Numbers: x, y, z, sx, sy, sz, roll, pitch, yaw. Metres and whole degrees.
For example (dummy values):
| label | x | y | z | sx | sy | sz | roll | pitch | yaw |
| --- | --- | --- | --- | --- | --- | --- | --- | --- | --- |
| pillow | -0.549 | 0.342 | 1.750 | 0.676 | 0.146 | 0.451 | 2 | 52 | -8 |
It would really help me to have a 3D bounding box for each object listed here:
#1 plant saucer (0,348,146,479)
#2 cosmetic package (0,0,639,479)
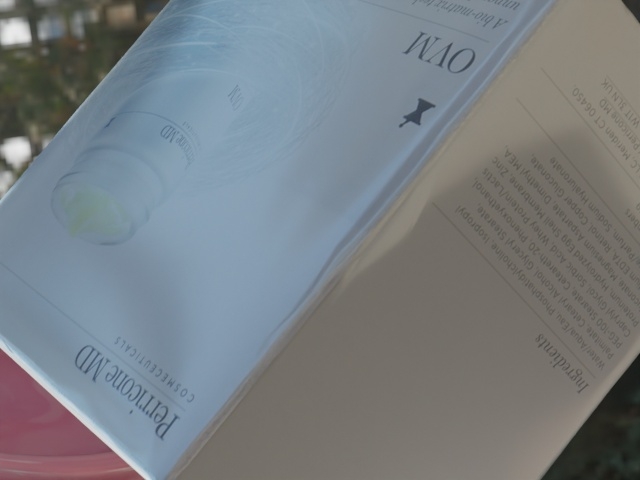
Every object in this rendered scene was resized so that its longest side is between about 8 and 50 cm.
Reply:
| label | x | y | z | sx | sy | sz | roll | pitch | yaw |
| --- | --- | --- | --- | --- | --- | --- | --- | --- | --- |
| plant saucer | -0.222 | 0.094 | 1.177 | 0.332 | 0.332 | 0.084 | -111 | 32 | -62 |
| cosmetic package | 0.000 | 0.000 | 0.661 | 0.138 | 0.225 | 0.224 | 43 | 171 | -34 |
